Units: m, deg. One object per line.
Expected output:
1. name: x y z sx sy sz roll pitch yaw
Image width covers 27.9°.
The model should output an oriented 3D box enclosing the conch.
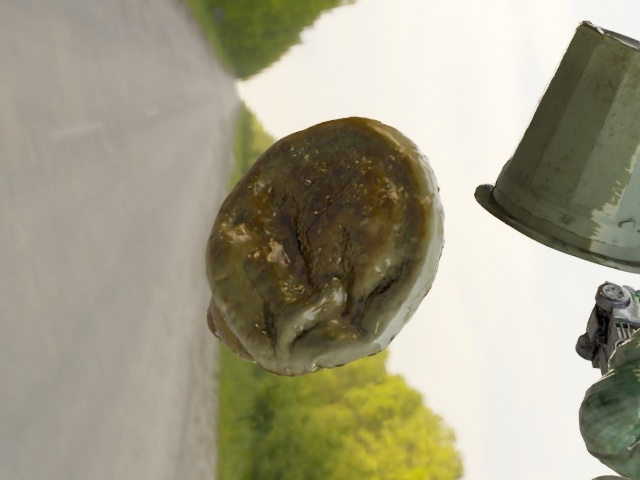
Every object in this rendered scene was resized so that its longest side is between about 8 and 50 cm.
1. conch: 0.472 0.253 1.807 0.195 0.220 0.277 18 59 -45

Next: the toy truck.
1. toy truck: 0.549 0.232 2.200 0.363 0.178 0.176 -92 -168 -52

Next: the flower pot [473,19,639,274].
1. flower pot: 0.287 -0.093 1.259 0.212 0.212 0.202 -109 -139 -69

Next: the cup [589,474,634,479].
1. cup: 0.247 0.316 1.128 0.134 0.142 0.173 24 -39 38

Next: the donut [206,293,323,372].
1. donut: -0.058 0.116 2.192 0.128 0.261 0.208 -126 -133 -65

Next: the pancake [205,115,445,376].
1. pancake: 0.000 -0.001 1.775 0.082 0.387 0.386 36 33 -51
